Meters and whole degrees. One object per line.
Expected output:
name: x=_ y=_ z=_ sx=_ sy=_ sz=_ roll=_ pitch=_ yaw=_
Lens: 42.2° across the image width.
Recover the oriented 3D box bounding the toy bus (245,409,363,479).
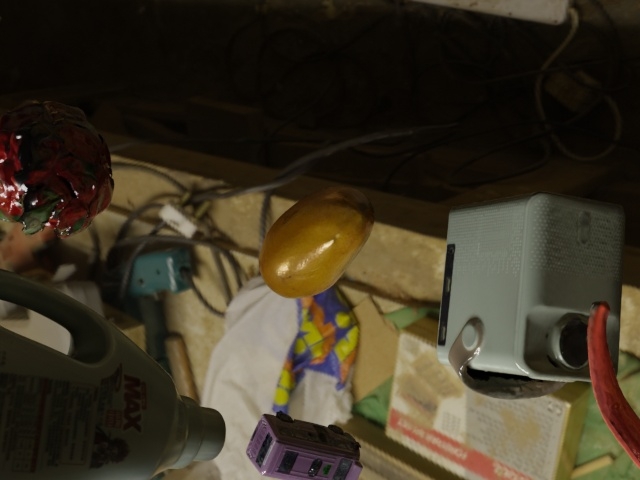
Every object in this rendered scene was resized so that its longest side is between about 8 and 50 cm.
toy bus: x=-0.023 y=0.382 z=1.492 sx=0.096 sy=0.199 sz=0.108 roll=-67 pitch=27 yaw=8

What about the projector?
projector: x=0.246 y=0.070 z=0.982 sx=0.177 sy=0.163 sz=0.242 roll=-7 pitch=75 yaw=65

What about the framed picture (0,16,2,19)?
framed picture: x=-0.405 y=-0.248 z=0.757 sx=0.018 sy=0.265 sz=0.192 roll=-25 pitch=113 yaw=17

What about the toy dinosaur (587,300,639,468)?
toy dinosaur: x=0.192 y=0.159 z=0.418 sx=0.286 sy=0.139 sz=0.070 roll=54 pitch=140 yaw=27

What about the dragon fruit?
dragon fruit: x=-0.354 y=-0.095 z=1.070 sx=0.189 sy=0.182 sz=0.182 roll=27 pitch=121 yaw=31

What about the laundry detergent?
laundry detergent: x=-0.277 y=0.175 z=0.897 sx=0.125 sy=0.398 sz=0.264 roll=-22 pitch=61 yaw=43

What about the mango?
mango: x=0.000 y=0.000 z=1.061 sx=0.112 sy=0.145 sz=0.219 roll=43 pitch=145 yaw=-8
